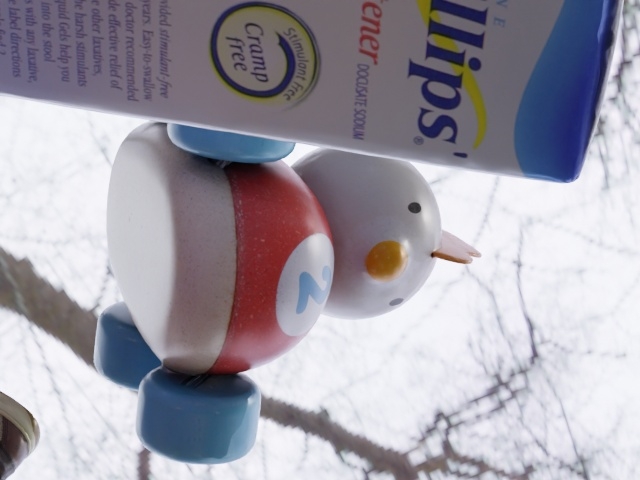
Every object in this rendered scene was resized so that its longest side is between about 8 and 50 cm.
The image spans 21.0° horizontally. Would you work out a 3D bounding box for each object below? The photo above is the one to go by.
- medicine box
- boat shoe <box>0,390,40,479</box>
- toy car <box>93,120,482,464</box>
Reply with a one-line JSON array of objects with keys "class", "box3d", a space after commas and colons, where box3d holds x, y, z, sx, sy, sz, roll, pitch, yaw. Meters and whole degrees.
[{"class": "medicine box", "box3d": [0.002, -0.174, 0.799, 0.289, 0.149, 0.263, 9, -144, 8]}, {"class": "boat shoe", "box3d": [-0.242, 0.096, 1.028, 0.152, 0.056, 0.049, 23, -146, 3]}, {"class": "toy car", "box3d": [0.000, 0.000, 1.052, 0.238, 0.219, 0.210, 1, -163, -21]}]
